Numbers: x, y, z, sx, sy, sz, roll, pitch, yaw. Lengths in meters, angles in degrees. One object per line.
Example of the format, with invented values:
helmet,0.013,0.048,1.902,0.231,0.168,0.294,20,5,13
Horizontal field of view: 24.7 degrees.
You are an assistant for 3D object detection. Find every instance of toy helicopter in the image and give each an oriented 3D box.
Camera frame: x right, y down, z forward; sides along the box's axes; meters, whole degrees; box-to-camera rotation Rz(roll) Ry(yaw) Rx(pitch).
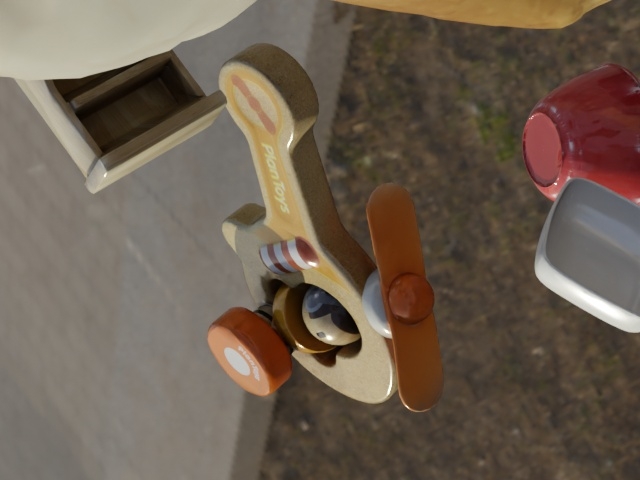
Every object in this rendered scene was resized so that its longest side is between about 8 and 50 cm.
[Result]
toy helicopter,0.000,0.000,1.205,0.235,0.140,0.355,24,142,41

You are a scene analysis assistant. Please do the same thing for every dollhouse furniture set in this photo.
dollhouse furniture set,-0.117,-0.163,0.911,0.161,0.212,0.242,53,149,4

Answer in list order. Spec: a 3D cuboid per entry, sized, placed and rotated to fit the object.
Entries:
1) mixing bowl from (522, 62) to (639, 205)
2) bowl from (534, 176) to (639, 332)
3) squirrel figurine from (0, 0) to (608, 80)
mixing bowl,0.293,-0.108,1.664,0.181,0.098,0.181,173,90,-69
bowl,0.274,0.019,1.411,0.142,0.142,0.053,29,138,-1
squirrel figurine,-0.125,-0.244,0.366,0.397,0.281,0.370,62,-173,-61
